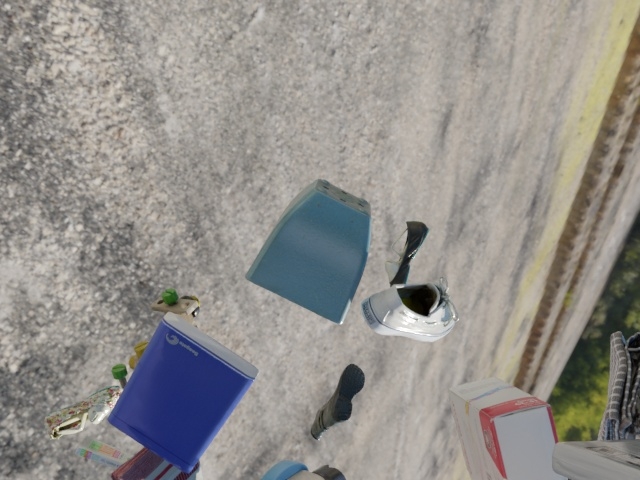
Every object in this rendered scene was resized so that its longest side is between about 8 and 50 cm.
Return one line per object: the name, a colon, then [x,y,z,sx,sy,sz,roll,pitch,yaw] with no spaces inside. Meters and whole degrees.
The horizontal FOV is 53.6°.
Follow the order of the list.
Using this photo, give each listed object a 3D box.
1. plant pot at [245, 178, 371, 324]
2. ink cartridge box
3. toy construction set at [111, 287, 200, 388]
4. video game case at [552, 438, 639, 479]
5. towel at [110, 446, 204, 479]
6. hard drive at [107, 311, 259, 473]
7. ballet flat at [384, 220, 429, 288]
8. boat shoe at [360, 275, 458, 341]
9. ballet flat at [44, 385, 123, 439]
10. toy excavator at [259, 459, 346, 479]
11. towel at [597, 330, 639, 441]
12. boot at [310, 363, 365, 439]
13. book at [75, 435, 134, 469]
plant pot: [0.000,0.000,1.503,0.248,0.247,0.252,-75,-169,-74]
ink cartridge box: [0.390,0.431,1.336,0.306,0.131,0.226,156,-79,-87]
toy construction set: [-0.330,0.253,1.432,0.257,0.309,0.237,-21,116,-25]
video game case: [0.445,0.246,0.584,0.299,0.329,0.036,9,87,-30]
towel: [-0.375,0.617,1.538,0.237,0.037,0.329,-37,126,-50]
hard drive: [-0.284,0.315,1.276,0.319,0.210,0.040,-56,-179,29]
ballet flat: [0.274,0.061,2.143,0.095,0.096,0.281,-80,-169,-88]
boat shoe: [0.263,0.153,1.558,0.156,0.136,0.367,-38,148,30]
ballet flat: [-0.656,0.488,1.768,0.241,0.077,0.091,-26,142,4]
toy excavator: [-0.168,0.758,1.648,0.222,0.445,0.433,-10,104,-52]
towel: [0.640,0.352,1.309,0.235,0.121,0.284,-53,142,-37]
boot: [0.045,0.511,2.026,0.161,0.083,0.246,-44,-172,37]
book: [-0.549,0.554,1.626,0.096,0.144,0.035,156,-42,-79]
